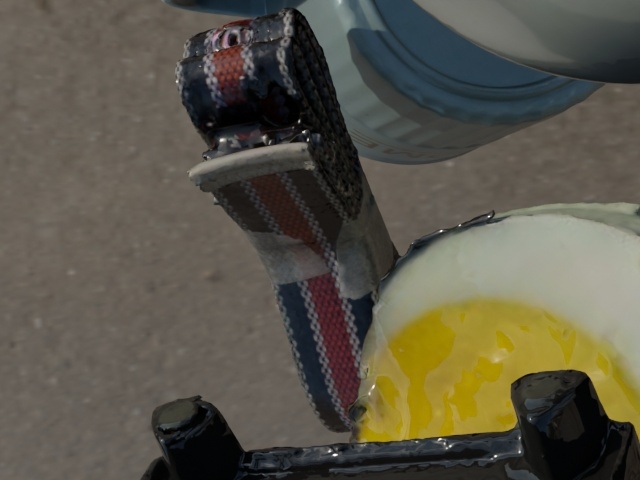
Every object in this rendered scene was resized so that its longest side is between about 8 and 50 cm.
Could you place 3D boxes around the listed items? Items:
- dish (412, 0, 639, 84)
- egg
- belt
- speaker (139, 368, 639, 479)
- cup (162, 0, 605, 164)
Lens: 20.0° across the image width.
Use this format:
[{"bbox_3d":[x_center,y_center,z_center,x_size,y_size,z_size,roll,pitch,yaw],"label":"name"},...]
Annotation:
[{"bbox_3d":[0.167,-0.121,0.432,0.324,0.324,0.124,-31,99,22],"label":"dish"},{"bbox_3d":[0.193,0.117,1.151,0.337,0.201,0.337,11,111,29],"label":"egg"},{"bbox_3d":[0.000,0.000,1.265,0.094,0.126,0.360,-11,130,15],"label":"belt"},{"bbox_3d":[0.033,0.209,0.731,0.232,0.184,0.254,-7,123,25],"label":"speaker"},{"bbox_3d":[0.070,-0.216,1.377,0.331,0.311,0.257,35,84,-8],"label":"cup"}]
